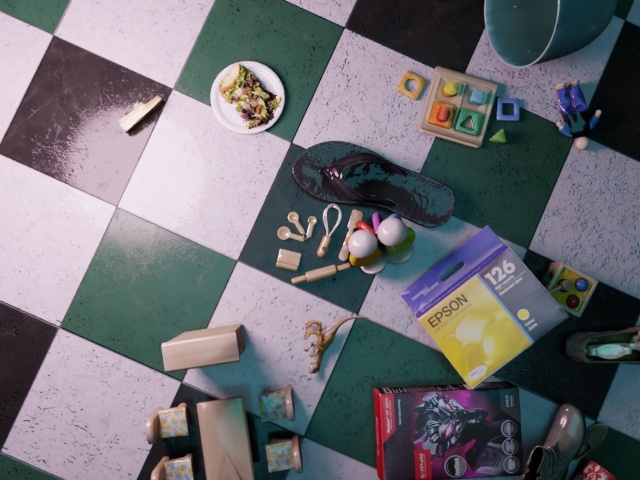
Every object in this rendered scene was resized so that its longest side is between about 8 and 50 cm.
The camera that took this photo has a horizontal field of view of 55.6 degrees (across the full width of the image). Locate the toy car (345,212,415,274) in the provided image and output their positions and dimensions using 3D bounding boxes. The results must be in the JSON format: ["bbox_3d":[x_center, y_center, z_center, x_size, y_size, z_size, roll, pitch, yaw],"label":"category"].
[{"bbox_3d":[0.151,-0.007,1.580,0.182,0.159,0.136,-23,56,8],"label":"toy car"}]

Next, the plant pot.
[{"bbox_3d":[0.607,-0.607,1.566,0.235,0.293,0.292,-12,87,-18],"label":"plant pot"}]

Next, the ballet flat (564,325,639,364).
[{"bbox_3d":[0.815,0.285,1.605,0.316,0.106,0.107,-7,87,-3],"label":"ballet flat"}]

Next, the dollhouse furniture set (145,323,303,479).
[{"bbox_3d":[-0.248,0.418,1.482,0.362,0.256,0.393,-8,87,-2],"label":"dollhouse furniture set"}]

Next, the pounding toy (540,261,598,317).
[{"bbox_3d":[0.638,0.131,1.608,0.141,0.100,0.130,29,86,0],"label":"pounding toy"}]

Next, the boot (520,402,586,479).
[{"bbox_3d":[0.595,0.535,1.552,0.083,0.161,0.246,16,86,44],"label":"boot"}]

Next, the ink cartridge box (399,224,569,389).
[{"bbox_3d":[0.410,0.165,1.556,0.304,0.072,0.307,-40,77,7],"label":"ink cartridge box"}]

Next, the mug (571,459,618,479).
[{"bbox_3d":[0.701,0.675,1.568,0.169,0.150,0.113,-50,128,-8],"label":"mug"}]

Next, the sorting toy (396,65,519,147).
[{"bbox_3d":[0.377,-0.367,1.652,0.348,0.047,0.195,16,86,-1],"label":"sorting toy"}]

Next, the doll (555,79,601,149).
[{"bbox_3d":[0.705,-0.341,1.664,0.129,0.046,0.188,-11,87,-2],"label":"doll"}]

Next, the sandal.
[{"bbox_3d":[0.147,-0.159,1.601,0.446,0.107,0.167,15,87,-2],"label":"sandal"}]

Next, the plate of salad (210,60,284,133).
[{"bbox_3d":[-0.196,-0.387,1.631,0.200,0.048,0.199,0,86,-3],"label":"plate of salad"}]

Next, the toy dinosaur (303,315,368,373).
[{"bbox_3d":[0.017,0.251,1.608,0.112,0.064,0.211,33,96,-18],"label":"toy dinosaur"}]

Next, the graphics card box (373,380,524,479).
[{"bbox_3d":[0.331,0.497,1.582,0.371,0.094,0.232,-2,86,-3],"label":"graphics card box"}]

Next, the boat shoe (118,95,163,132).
[{"bbox_3d":[-0.481,-0.345,1.616,0.135,0.050,0.045,-41,95,-4],"label":"boat shoe"}]

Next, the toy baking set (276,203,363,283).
[{"bbox_3d":[0.000,0.007,1.626,0.256,0.030,0.196,-11,87,-3],"label":"toy baking set"}]

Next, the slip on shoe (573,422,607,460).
[{"bbox_3d":[0.714,0.539,1.619,0.135,0.041,0.051,-32,89,-3],"label":"slip on shoe"}]
